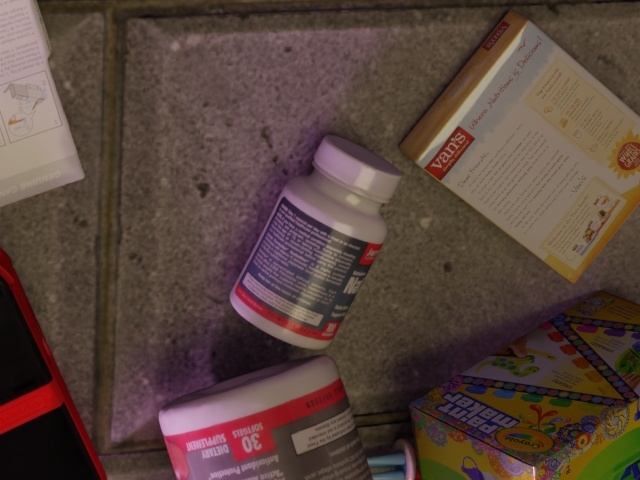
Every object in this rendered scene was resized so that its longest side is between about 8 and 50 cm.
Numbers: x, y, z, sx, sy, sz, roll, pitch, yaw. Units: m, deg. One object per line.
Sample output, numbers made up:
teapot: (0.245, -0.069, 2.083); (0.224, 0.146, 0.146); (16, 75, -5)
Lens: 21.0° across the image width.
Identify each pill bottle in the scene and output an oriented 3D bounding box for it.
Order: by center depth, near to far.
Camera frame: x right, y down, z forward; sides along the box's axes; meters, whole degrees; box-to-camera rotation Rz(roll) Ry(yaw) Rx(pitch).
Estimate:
pill bottle: (0.000, 0.000, 1.603); (0.108, 0.108, 0.180); (20, 105, -28)
pill bottle: (-0.024, 0.280, 1.612); (0.176, 0.176, 0.318); (-18, 90, -14)

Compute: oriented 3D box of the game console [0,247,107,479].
game console: (-0.409, 0.192, 1.525); (0.386, 0.060, 0.342); (-25, 125, -11)

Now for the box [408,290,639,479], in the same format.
box: (0.260, 0.252, 1.736); (0.279, 0.177, 0.290); (-27, 122, -31)

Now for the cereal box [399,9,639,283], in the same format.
cereal box: (0.216, -0.088, 1.684); (0.240, 0.047, 0.173); (36, 96, -30)

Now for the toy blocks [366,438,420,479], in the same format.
toy blocks: (0.107, 0.261, 1.796); (0.148, 0.054, 0.123); (-1, 113, -21)

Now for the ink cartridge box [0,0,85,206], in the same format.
ink cartridge box: (-0.357, -0.122, 1.434); (0.275, 0.060, 0.239); (-20, 120, -13)
